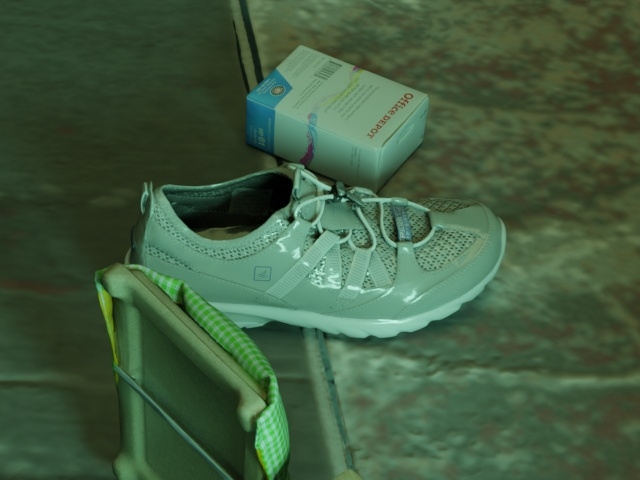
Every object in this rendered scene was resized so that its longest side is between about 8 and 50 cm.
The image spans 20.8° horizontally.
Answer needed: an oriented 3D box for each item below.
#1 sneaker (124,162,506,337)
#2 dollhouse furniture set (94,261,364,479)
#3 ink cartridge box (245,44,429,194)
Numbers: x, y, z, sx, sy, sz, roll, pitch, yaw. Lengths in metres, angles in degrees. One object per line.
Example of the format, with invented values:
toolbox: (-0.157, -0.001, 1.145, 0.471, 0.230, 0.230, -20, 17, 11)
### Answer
sneaker: (0.000, 0.000, 1.236, 0.281, 0.115, 0.105, -6, 43, -12)
dollhouse furniture set: (0.015, 0.134, 1.028, 0.151, 0.198, 0.301, -28, 52, -29)
ink cartridge box: (0.014, -0.097, 1.394, 0.122, 0.052, 0.088, 23, 45, 21)
